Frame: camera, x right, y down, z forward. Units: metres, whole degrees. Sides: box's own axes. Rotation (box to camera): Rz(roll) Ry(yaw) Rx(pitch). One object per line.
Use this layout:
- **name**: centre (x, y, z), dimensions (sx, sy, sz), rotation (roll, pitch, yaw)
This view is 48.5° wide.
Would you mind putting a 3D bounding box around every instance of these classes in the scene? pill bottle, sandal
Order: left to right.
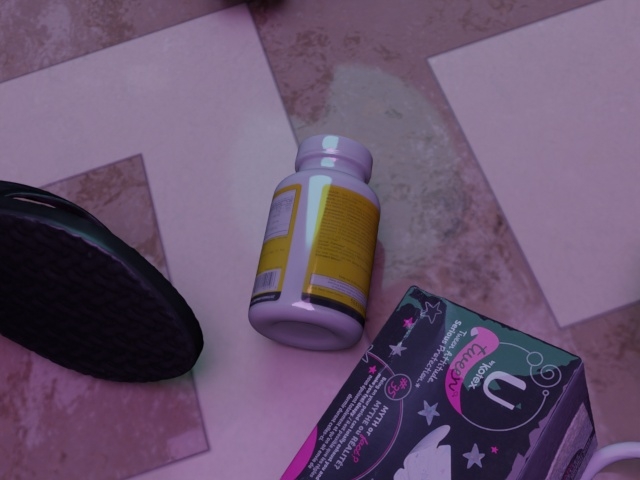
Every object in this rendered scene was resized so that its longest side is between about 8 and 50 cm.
- **sandal**: centre (-0.299, 0.001, 0.669), dimensions (0.445, 0.168, 0.107), rotation (17, 40, 14)
- **pill bottle**: centre (0.000, 0.000, 0.652), dimensions (0.103, 0.103, 0.184), rotation (6, 66, 11)

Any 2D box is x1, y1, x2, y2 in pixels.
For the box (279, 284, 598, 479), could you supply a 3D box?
- **box**: centre (0.077, 0.191, 0.505), dimensions (0.142, 0.163, 0.247), rotation (24, 69, 37)

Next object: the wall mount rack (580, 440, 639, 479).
- **wall mount rack**: centre (0.275, 0.313, 0.454), dimensions (0.350, 0.130, 0.304), rotation (42, 95, 24)
